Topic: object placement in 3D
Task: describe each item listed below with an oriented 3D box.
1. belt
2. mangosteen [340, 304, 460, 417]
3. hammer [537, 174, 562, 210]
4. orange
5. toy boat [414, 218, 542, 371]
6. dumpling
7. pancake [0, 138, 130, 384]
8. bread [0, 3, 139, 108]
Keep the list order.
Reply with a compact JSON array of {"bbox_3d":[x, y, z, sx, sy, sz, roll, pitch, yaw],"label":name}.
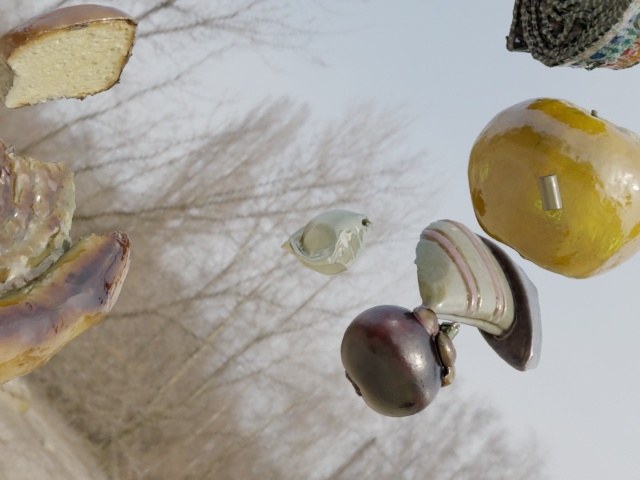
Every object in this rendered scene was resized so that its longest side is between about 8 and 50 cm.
[{"bbox_3d":[0.409,-0.359,1.436,0.207,0.160,0.295,51,-51,39],"label":"belt"},{"bbox_3d":[0.093,0.126,1.138,0.140,0.140,0.140,45,-14,14],"label":"mangosteen"},{"bbox_3d":[0.244,-0.053,1.105,0.110,0.019,0.035,-26,104,-78],"label":"hammer"},{"bbox_3d":[0.341,-0.071,1.453,0.279,0.235,0.279,21,16,-6],"label":"orange"},{"bbox_3d":[0.256,0.065,1.709,0.293,0.111,0.276,37,32,-35],"label":"toy boat"},{"bbox_3d":[-0.001,0.000,1.666,0.134,0.169,0.100,4,-45,27],"label":"dumpling"},{"bbox_3d":[-0.239,0.024,0.782,0.056,0.257,0.212,-19,-45,34],"label":"pancake"},{"bbox_3d":[-0.237,-0.171,0.946,0.044,0.129,0.126,58,-35,16],"label":"bread"}]
